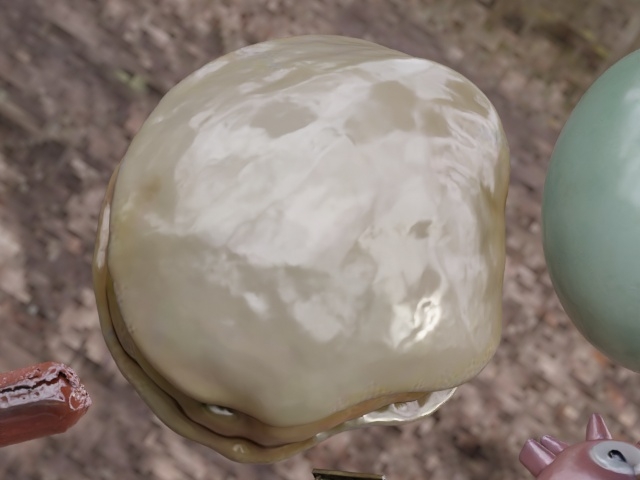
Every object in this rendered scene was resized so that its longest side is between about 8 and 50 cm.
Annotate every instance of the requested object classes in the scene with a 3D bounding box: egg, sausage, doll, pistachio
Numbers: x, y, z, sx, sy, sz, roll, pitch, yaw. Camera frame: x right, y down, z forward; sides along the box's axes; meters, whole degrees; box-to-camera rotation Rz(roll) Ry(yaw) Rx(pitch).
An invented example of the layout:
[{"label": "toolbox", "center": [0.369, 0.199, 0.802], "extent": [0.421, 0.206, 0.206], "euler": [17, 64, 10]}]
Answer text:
[{"label": "egg", "center": [0.369, -0.039, 2.056], "extent": [0.276, 0.389, 0.276], "euler": [11, -34, 7]}, {"label": "sausage", "center": [-0.301, 0.166, 1.978], "extent": [0.076, 0.141, 0.076], "euler": [-17, 90, -89]}, {"label": "doll", "center": [0.291, 0.258, 1.930], "extent": [0.211, 0.093, 0.262], "euler": [37, 47, 26]}, {"label": "pistachio", "center": [0.000, 0.000, 1.721], "extent": [0.365, 0.445, 0.281], "euler": [47, -36, -2]}]

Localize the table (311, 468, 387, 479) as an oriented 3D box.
[{"label": "table", "center": [0.019, 0.236, 1.523], "extent": [0.070, 0.082, 0.083], "euler": [0, -51, 37]}]
